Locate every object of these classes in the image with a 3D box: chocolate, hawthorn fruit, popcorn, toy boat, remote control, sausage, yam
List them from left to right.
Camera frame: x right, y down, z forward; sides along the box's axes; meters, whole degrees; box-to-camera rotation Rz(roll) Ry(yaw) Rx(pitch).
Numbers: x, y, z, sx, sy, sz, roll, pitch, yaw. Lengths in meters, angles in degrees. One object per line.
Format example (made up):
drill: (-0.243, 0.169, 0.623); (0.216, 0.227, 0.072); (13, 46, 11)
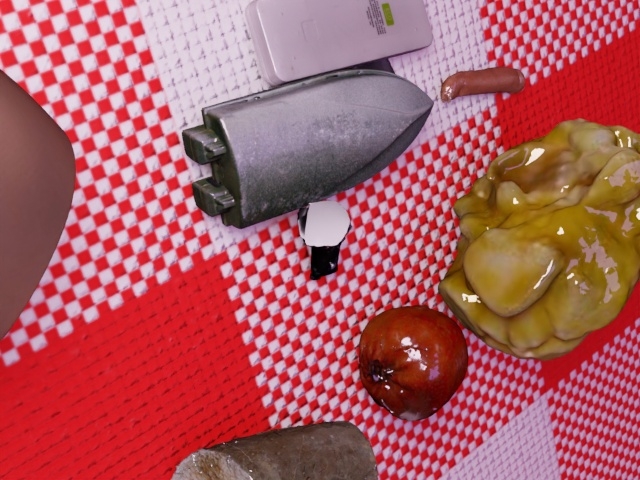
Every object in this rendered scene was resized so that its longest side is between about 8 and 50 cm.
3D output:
yam: (-0.043, 0.297, 1.149); (0.255, 0.154, 0.153); (-5, 103, -36)
toy boat: (0.000, -0.121, 1.106); (0.320, 0.092, 0.141); (-20, 118, -25)
chocolate: (0.002, -0.003, 1.140); (0.070, 0.147, 0.072); (39, 75, 6)
remote control: (0.029, -0.256, 1.137); (0.250, 0.034, 0.103); (-22, 98, -33)
hawthorn fruit: (0.130, 0.153, 1.259); (0.172, 0.148, 0.148); (-18, 111, -44)
sausage: (0.223, -0.217, 1.313); (0.158, 0.036, 0.042); (-15, 75, -36)
popcorn: (0.327, 0.005, 1.289); (0.294, 0.292, 0.334); (24, 89, -45)

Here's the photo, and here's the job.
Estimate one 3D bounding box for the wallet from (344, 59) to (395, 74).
wallet: (0.037, -0.169, 1.186); (0.157, 0.018, 0.082); (-43, 123, -22)

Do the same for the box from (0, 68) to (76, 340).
box: (-0.350, -0.041, 0.745); (0.216, 0.301, 0.300); (29, 81, -47)
